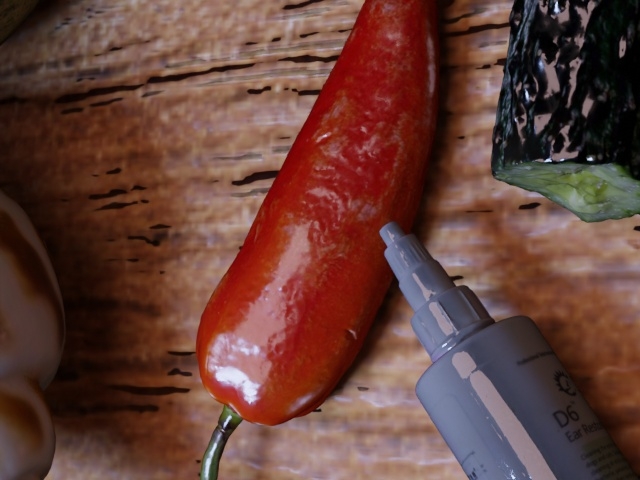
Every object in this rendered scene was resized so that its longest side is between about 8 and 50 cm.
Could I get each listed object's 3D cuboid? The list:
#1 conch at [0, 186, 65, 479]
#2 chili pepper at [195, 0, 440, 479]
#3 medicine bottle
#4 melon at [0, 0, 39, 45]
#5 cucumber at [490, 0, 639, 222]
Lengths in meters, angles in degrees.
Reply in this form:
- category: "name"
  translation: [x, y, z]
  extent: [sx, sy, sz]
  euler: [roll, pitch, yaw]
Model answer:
- category: "conch"
  translation: [-0.196, 0.054, 0.709]
  extent: [0.182, 0.149, 0.275]
  euler: [113, 151, -42]
- category: "chili pepper"
  translation: [0.000, 0.000, 0.660]
  extent: [0.071, 0.063, 0.272]
  euler: [24, 94, 15]
- category: "medicine bottle"
  translation: [0.078, 0.073, 0.596]
  extent: [0.058, 0.058, 0.199]
  euler: [-40, 69, 21]
- category: "melon"
  translation: [-0.265, -0.162, 0.686]
  extent: [0.249, 0.329, 0.248]
  euler: [10, 106, 40]
- category: "cucumber"
  translation: [0.123, -0.158, 0.599]
  extent: [0.072, 0.072, 0.300]
  euler: [10, 88, 32]
